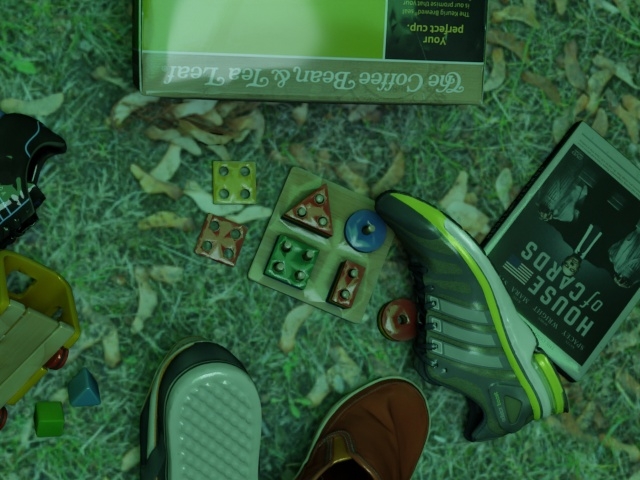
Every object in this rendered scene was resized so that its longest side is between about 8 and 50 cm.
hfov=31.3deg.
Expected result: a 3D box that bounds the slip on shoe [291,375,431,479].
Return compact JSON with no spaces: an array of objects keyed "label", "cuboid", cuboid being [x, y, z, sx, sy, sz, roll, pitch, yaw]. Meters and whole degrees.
[{"label":"slip on shoe","cuboid":[0.032,0.238,1.103,0.123,0.101,0.331,57,40,-6]}]

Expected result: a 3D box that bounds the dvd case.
[{"label":"dvd case","cuboid":[0.287,0.011,1.279,0.179,0.029,0.239,40,78,-4]}]

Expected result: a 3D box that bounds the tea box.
[{"label":"tea box","cuboid":[-0.018,-0.298,1.118,0.328,0.220,0.324,1,99,-11]}]

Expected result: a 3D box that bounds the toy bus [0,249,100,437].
[{"label":"toy bus","cuboid":[-0.326,0.104,1.106,0.202,0.191,0.104,-10,43,-13]}]

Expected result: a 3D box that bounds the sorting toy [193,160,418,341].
[{"label":"sorting toy","cuboid":[0.000,0.000,1.213,0.274,0.046,0.132,24,80,-8]}]

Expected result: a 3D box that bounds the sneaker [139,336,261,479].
[{"label":"sneaker","cuboid":[-0.120,0.248,1.134,0.126,0.127,0.321,4,109,-18]}]

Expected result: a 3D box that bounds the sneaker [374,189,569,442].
[{"label":"sneaker","cuboid":[0.137,0.082,1.180,0.121,0.111,0.300,-34,94,-3]}]

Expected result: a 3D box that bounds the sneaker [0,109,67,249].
[{"label":"sneaker","cuboid":[-0.332,-0.019,1.130,0.090,0.081,0.232,21,79,-1]}]
